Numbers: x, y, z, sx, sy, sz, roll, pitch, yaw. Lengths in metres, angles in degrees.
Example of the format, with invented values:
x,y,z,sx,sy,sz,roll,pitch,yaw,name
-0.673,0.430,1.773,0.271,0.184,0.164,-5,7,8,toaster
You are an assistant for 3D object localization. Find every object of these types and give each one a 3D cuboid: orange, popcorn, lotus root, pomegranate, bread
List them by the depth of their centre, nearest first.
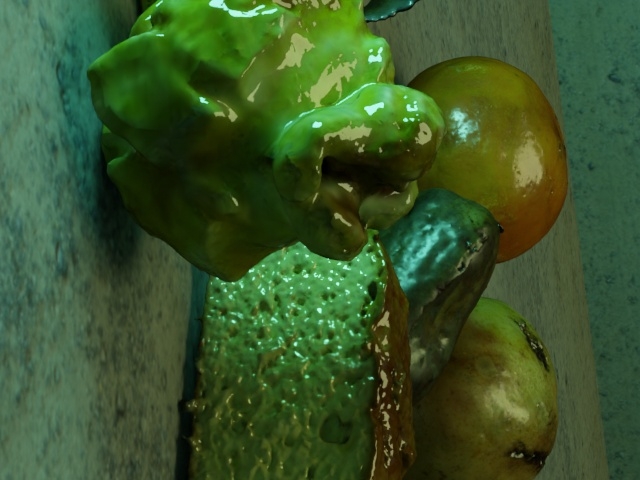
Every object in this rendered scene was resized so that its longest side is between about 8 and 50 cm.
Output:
x,y,z,sx,sy,sz,roll,pitch,yaw,name
-0.043,-0.089,1.477,0.225,0.276,0.276,-36,120,-64,popcorn
-0.013,0.166,1.663,0.179,0.194,0.340,65,27,-64,bread
0.084,0.068,1.980,0.275,0.152,0.160,-59,162,-17,lotus root
0.163,0.191,2.183,0.260,0.260,0.260,-5,90,-74,pomegranate
0.211,-0.106,2.440,0.284,0.226,0.284,-11,90,-71,orange

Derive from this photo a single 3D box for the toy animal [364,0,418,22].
x,y,z,sx,sy,sz,roll,pitch,yaw,name
-0.018,-0.229,1.867,0.160,0.272,0.197,48,-1,-39,toy animal

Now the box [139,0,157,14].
x,y,z,sx,sy,sz,roll,pitch,yaw,name
-0.125,-0.206,1.637,0.132,0.034,0.235,-45,129,-70,box
